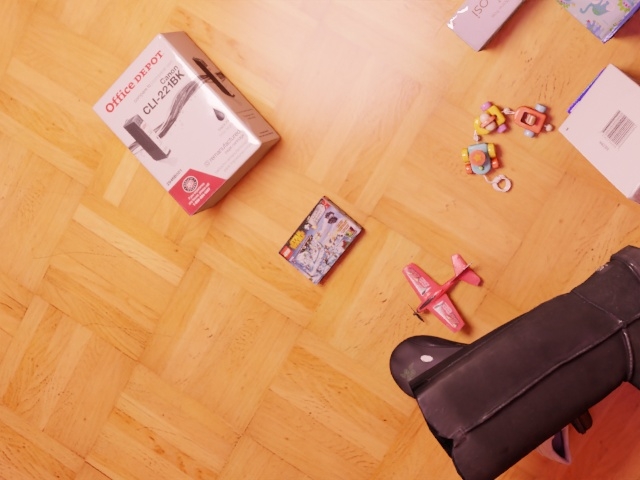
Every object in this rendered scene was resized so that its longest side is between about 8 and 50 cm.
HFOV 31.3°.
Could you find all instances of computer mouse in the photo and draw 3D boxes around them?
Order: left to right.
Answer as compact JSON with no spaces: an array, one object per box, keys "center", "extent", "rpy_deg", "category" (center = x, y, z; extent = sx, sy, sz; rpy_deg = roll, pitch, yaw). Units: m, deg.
[{"center":[0.249,0.231,2.021],"extent":[0.272,0.072,0.189],"rpy_deg":[1,102,16],"category":"computer mouse"}]

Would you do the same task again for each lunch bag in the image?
[{"center":[0.464,-0.413,1.822],"extent":[0.129,0.096,0.151],"rpy_deg":[43,118,5],"category":"lunch bag"}]

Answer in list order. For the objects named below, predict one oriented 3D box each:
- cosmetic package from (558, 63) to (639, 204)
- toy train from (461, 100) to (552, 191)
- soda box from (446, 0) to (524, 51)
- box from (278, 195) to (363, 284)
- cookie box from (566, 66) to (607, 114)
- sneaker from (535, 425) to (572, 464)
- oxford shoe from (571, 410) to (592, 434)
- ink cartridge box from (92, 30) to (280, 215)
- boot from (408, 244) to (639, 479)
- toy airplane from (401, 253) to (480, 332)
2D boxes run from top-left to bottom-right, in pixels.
[{"center":[0.527,-0.128,1.746],"extent":[0.224,0.224,0.138],"rpy_deg":[26,110,-32],"category":"cosmetic package"},{"center":[0.310,-0.168,1.939],"extent":[0.125,0.046,0.166],"rpy_deg":[29,107,9],"category":"toy train"},{"center":[0.308,-0.415,1.881],"extent":[0.074,0.069,0.216],"rpy_deg":[43,109,4],"category":"soda box"},{"center":[0.000,0.000,2.071],"extent":[0.094,0.027,0.137],"rpy_deg":[41,108,4],"category":"box"},{"center":[0.447,-0.236,1.855],"extent":[0.040,0.107,0.092],"rpy_deg":[42,108,6],"category":"cookie box"},{"center":[0.384,0.291,1.956],"extent":[0.080,0.094,0.212],"rpy_deg":[-31,110,-7],"category":"sneaker"},{"center":[0.442,0.225,1.962],"extent":[0.096,0.083,0.227],"rpy_deg":[-15,103,4],"category":"oxford shoe"},{"center":[-0.242,-0.212,2.053],"extent":[0.197,0.114,0.273],"rpy_deg":[-44,86,19],"category":"ink cartridge box"},{"center":[0.415,0.273,1.850],"extent":[0.445,0.146,0.367],"rpy_deg":[-32,87,-8],"category":"boot"},{"center":[0.217,0.083,2.024],"extent":[0.151,0.028,0.151],"rpy_deg":[2,94,22],"category":"toy airplane"}]
